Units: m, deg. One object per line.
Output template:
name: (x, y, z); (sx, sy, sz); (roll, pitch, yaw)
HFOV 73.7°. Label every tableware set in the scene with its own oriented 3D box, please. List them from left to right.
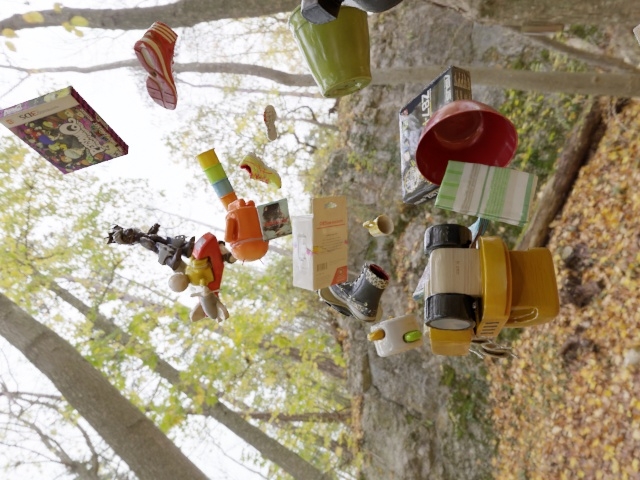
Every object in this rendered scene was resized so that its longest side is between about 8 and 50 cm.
tableware set: (0.525, 0.324, 1.367); (0.128, 0.194, 0.039); (3, -83, -11)

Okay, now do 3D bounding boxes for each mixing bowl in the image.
mixing bowl: (0.268, -0.197, 0.816); (0.181, 0.181, 0.098); (69, -162, -47)

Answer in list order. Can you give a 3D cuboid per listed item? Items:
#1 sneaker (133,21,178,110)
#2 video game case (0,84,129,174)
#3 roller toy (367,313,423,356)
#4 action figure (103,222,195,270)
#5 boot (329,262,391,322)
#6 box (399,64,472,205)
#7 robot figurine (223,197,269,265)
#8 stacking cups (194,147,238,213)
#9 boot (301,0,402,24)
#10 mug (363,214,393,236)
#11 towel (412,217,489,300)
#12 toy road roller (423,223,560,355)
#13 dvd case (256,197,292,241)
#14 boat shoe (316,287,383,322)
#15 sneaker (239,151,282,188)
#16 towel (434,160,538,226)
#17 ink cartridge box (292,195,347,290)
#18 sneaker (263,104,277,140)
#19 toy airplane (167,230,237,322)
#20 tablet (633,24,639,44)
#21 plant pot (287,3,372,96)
sneaker: (-0.383, -0.441, 1.078); (0.221, 0.087, 0.128); (110, -179, -64)
video game case: (-0.674, -0.285, 1.140); (0.232, 0.210, 0.041); (64, -167, -59)
roller toy: (0.304, 0.378, 1.731); (0.191, 0.209, 0.146); (35, -144, -71)
action figure: (-0.553, -0.004, 1.369); (0.185, 0.285, 0.099); (-46, -28, -66)
boot: (0.129, 0.140, 1.450); (0.085, 0.236, 0.178); (-6, -53, -41)
box: (0.408, -0.357, 1.524); (0.097, 0.318, 0.395); (7, -105, -23)
robot figurine: (-0.240, -0.024, 1.382); (0.158, 0.128, 0.219); (88, 168, -76)
stacking cups: (-0.397, -0.212, 1.736); (0.096, 0.096, 0.316); (-37, -72, -40)
boot: (0.089, -0.591, 0.840); (0.096, 0.264, 0.280); (15, -95, -42)
mug: (0.175, -0.045, 1.304); (0.078, 0.064, 0.062); (43, -118, -10)
towel: (0.498, 0.076, 1.670); (0.271, 0.040, 0.370); (-56, 2, -30)
toy road roller: (0.338, 0.115, 0.887); (0.329, 0.241, 0.202); (65, -151, -61)
dvd case: (-0.126, -0.056, 1.183); (0.087, 0.013, 0.119); (-16, -49, -14)
boat shoe: (0.120, 0.269, 1.890); (0.340, 0.113, 0.127); (22, -100, -23)
sneaker: (-0.255, -0.276, 1.801); (0.094, 0.208, 0.081); (-50, -3, -32)
towel: (0.285, -0.083, 0.739); (0.023, 0.152, 0.113); (73, -143, -54)
ink cartridge box: (0.000, 0.000, 0.946); (0.115, 0.067, 0.198); (-10, -76, -46)
sneaker: (-0.228, -0.527, 1.914); (0.061, 0.065, 0.158); (-5, -70, -11)
toy airplane: (-0.533, 0.193, 1.858); (0.272, 0.386, 0.384); (-4, -107, -42)
tablet: (0.634, -0.401, 0.792); (0.054, 0.083, 0.006); (38, -147, -28)
plant pot: (0.077, -0.853, 1.927); (0.366, 0.366, 0.353); (-19, -87, -50)
